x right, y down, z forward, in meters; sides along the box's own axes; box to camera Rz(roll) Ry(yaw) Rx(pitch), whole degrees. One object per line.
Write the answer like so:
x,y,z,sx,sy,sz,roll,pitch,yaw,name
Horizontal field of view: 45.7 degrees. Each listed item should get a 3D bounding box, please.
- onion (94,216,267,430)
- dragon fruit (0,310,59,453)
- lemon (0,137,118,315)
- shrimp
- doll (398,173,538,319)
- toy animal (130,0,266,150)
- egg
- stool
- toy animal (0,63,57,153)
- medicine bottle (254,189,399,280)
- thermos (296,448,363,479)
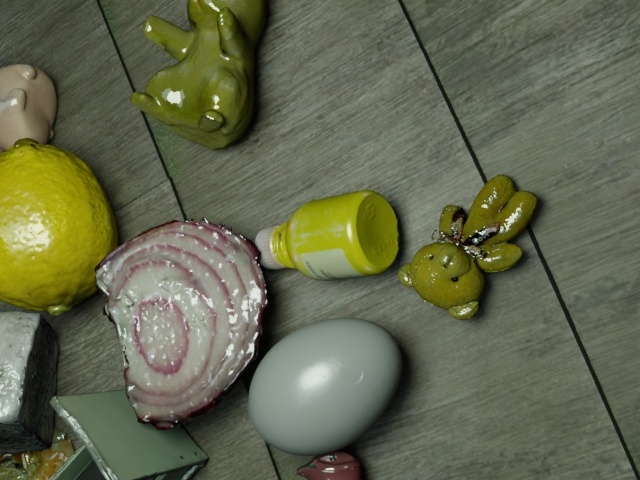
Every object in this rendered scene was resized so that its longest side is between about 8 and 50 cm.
-0.190,0.127,1.196,0.280,0.146,0.314,-20,70,14,onion
-0.558,0.232,1.251,0.204,0.283,0.221,2,67,-8,dragon fruit
-0.470,-0.027,1.274,0.245,0.245,0.320,-22,77,22,lemon
-0.561,0.419,1.387,0.294,0.062,0.154,-10,72,18,shrimp
0.205,0.001,1.043,0.137,0.097,0.209,37,96,29,doll
-0.164,-0.331,1.193,0.181,0.180,0.363,9,88,30,toy animal
0.009,0.201,1.072,0.232,0.176,0.176,-37,72,9,egg
-0.355,0.374,1.161,0.170,0.269,0.243,44,96,19,stool
-0.601,-0.238,1.395,0.221,0.229,0.210,13,58,-13,toy animal
0.000,0.000,1.123,0.212,0.122,0.122,-9,82,39,medicine bottle
0.066,0.455,1.061,0.136,0.109,0.330,-20,78,23,thermos
